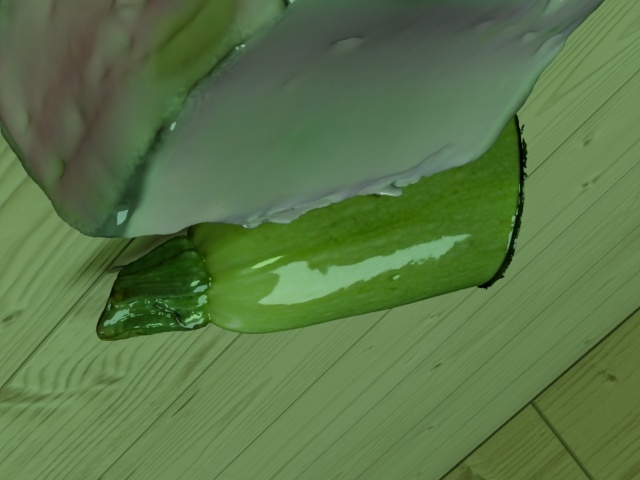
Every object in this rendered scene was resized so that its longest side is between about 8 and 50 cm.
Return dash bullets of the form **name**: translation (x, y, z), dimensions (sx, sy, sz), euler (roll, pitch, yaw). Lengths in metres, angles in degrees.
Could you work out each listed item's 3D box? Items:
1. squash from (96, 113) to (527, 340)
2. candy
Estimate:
- **squash**: translation (0.010, 0.000, 0.863), dimensions (0.287, 0.137, 0.137), euler (-22, 158, -35)
- **candy**: translation (0.005, -0.095, 0.615), dimensions (0.265, 0.116, 0.155), euler (-17, 155, -49)
